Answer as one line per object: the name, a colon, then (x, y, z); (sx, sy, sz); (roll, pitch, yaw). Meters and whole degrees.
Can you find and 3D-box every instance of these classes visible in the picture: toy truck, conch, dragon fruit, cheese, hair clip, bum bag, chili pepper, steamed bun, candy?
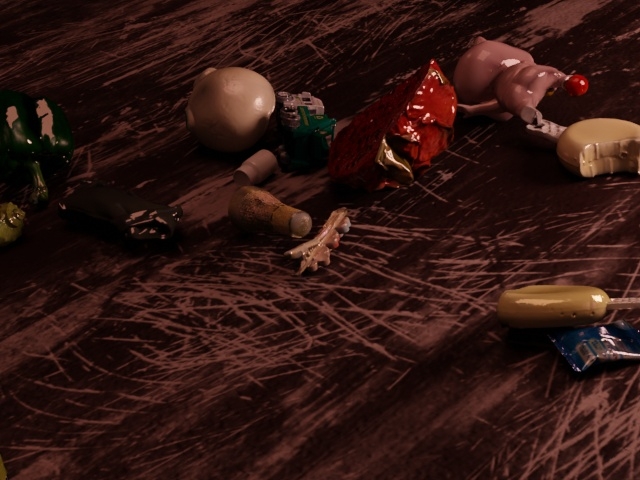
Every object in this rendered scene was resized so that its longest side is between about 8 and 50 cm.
toy truck: (-0.030, -0.224, 2.110); (0.116, 0.110, 0.216); (0, 28, -8)
conch: (-0.603, -0.025, 1.953); (0.121, 0.074, 0.089); (-26, 3, 16)
dragon fruit: (0.139, -0.156, 1.907); (0.317, 0.152, 0.205); (-30, 28, 52)
cheese: (0.498, -0.186, 1.917); (0.163, 0.071, 0.249); (-15, 29, -9)
cheese: (0.379, 0.090, 1.452); (0.255, 0.050, 0.127); (-2, 4, 17)
hair clip: (0.002, 0.006, 1.752); (0.062, 0.056, 0.214); (-11, 16, 32)
bum bag: (-0.375, -0.049, 1.935); (0.142, 0.079, 0.326); (-23, 28, -37)
chili pepper: (-0.605, -0.178, 2.137); (0.165, 0.261, 0.174); (-22, -19, 34)
steamed bun: (-0.201, -0.277, 2.159); (0.131, 0.177, 0.228); (25, -7, -35)
candy: (0.384, 0.139, 1.416); (0.136, 0.038, 0.088); (-8, 31, -16)

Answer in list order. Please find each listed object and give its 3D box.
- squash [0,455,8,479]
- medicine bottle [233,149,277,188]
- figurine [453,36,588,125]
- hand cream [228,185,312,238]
squash: (-0.466, 0.246, 1.330); (0.095, 0.188, 0.095); (-5, 31, 3)
medicine bottle: (-0.127, -0.137, 2.032); (0.052, 0.052, 0.089); (12, 36, 33)
figurine: (0.385, -0.297, 2.071); (0.186, 0.176, 0.287); (21, 4, -36)
hand cream: (-0.078, -0.042, 1.785); (0.084, 0.084, 0.203); (-26, 23, -27)
